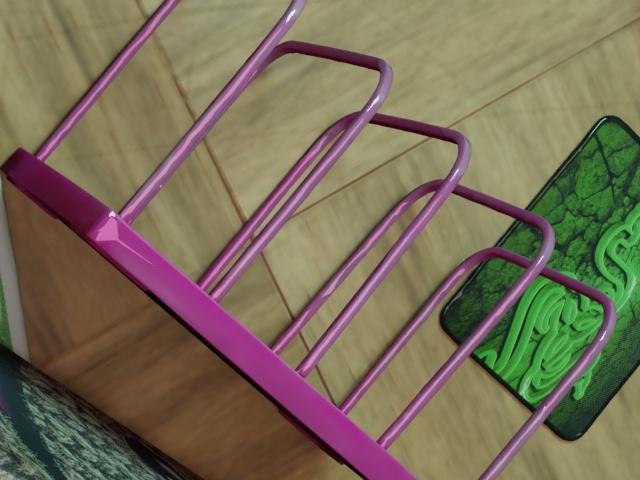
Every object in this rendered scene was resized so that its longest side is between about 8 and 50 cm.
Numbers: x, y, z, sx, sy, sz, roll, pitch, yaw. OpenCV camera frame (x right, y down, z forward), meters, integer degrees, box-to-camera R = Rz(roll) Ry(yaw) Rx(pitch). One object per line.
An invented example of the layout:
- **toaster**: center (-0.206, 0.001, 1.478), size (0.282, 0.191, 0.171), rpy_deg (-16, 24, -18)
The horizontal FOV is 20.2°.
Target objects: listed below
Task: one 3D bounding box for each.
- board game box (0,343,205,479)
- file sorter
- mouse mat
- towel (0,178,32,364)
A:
- **board game box**: center (-0.131, 0.194, 0.982), size (0.291, 0.232, 0.141), rpy_deg (38, 92, -29)
- **file sorter**: center (0.000, 0.000, 1.046), size (0.291, 0.202, 0.182), rpy_deg (43, 83, -25)
- **mouse mat**: center (0.186, 0.028, 1.235), size (0.152, 0.007, 0.189), rpy_deg (42, 86, -25)
- **towel**: center (-0.330, 0.045, 1.015), size (0.325, 0.038, 0.248), rpy_deg (-12, 106, -18)
